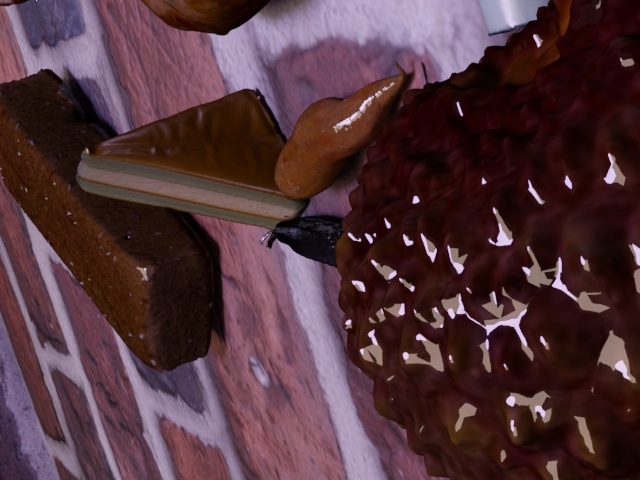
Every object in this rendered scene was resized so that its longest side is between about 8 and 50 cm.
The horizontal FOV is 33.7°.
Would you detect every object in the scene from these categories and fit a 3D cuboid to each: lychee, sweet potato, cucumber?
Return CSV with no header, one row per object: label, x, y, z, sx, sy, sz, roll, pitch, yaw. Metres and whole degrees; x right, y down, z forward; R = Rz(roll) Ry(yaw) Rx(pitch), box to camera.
lychee,0.149,0.020,0.398,0.271,0.271,0.271,42,144,41
sweet potato,0.011,-0.079,0.775,0.195,0.056,0.056,-37,77,57
cucumber,0.000,0.000,0.871,0.163,0.039,0.043,18,84,60

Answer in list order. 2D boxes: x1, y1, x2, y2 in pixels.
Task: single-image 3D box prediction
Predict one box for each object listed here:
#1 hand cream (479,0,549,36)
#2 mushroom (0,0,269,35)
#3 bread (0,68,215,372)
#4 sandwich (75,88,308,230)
hand cream,0.064,-0.267,0.516,0.085,0.058,0.331,1,111,64
mushroom,-0.126,-0.279,0.732,0.267,0.254,0.267,-9,78,50
bread,-0.262,-0.034,1.255,0.416,0.113,0.165,45,147,36
sandwich,-0.108,-0.044,0.896,0.113,0.163,0.079,61,153,11
